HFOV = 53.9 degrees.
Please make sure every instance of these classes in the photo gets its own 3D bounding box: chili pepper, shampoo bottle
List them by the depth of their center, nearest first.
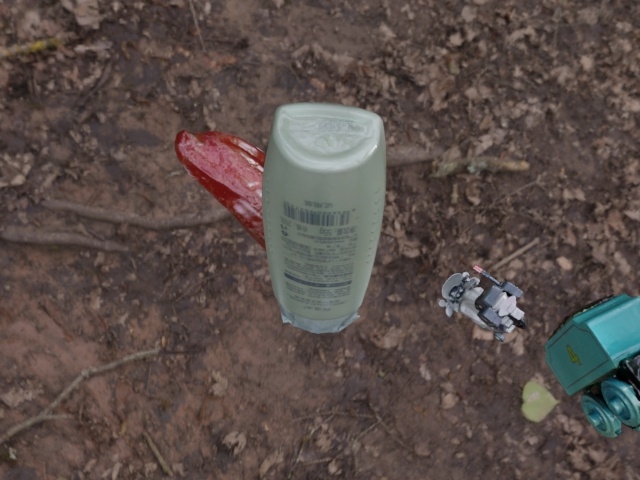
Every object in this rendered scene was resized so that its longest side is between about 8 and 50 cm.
[{"bbox_3d":[0.000,0.000,0.402,0.072,0.212,0.049,4,60,-1],"label":"shampoo bottle"},{"bbox_3d":[-0.115,-0.098,0.973,0.253,0.136,0.144,41,70,-30],"label":"chili pepper"}]

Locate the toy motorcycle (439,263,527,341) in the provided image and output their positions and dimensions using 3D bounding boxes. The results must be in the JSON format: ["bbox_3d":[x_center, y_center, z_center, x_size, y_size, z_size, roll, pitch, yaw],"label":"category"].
[{"bbox_3d":[0.314,0.124,1.224,0.150,0.221,0.102,42,80,1],"label":"toy motorcycle"}]

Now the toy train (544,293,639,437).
[{"bbox_3d":[0.373,0.158,0.798,0.107,0.198,0.154,-24,66,-10],"label":"toy train"}]
